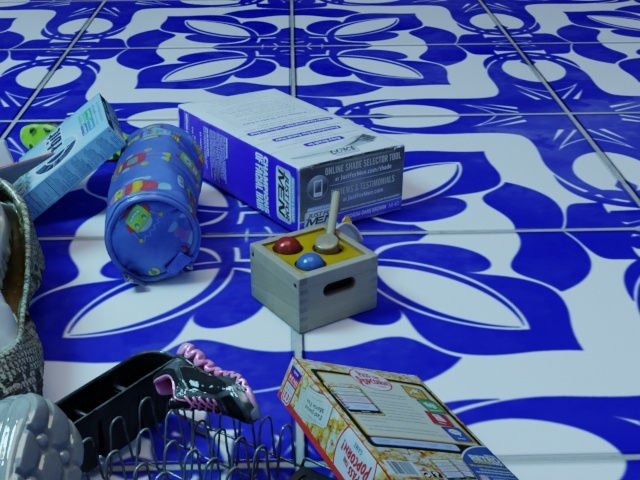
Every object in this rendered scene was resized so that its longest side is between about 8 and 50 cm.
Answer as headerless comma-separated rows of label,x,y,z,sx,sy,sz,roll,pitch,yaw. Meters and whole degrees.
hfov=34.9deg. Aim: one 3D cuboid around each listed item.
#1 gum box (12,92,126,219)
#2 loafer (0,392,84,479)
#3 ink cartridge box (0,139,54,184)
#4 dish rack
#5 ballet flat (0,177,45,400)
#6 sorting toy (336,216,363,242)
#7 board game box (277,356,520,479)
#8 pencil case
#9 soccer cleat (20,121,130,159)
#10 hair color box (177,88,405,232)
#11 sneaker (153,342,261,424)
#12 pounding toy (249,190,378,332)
gum box,-0.370,-0.119,1.466,0.184,0.041,0.157,-39,30,2
loafer,-0.251,0.250,0.701,0.112,0.112,0.319,-19,36,20
ink cartridge box,-0.523,-0.063,1.294,0.296,0.066,0.261,-23,1,-39
dish rack,-0.115,0.200,0.866,0.272,0.074,0.208,16,31,31
ballet flat,-0.366,0.058,1.042,0.164,0.182,0.483,-4,26,-10
sorting toy,0.000,0.000,1.337,0.075,0.044,0.083,-6,18,37
board game box,0.067,0.175,0.891,0.147,0.045,0.193,13,17,-30
pencil case,-0.213,-0.055,1.351,0.119,0.133,0.306,-35,24,10
soccer cleat,-0.395,-0.161,1.657,0.179,0.060,0.072,7,16,0
hair color box,-0.052,-0.127,1.516,0.185,0.110,0.339,-15,27,-32
sneaker,-0.101,0.135,0.885,0.057,0.047,0.119,-35,39,-30
pounding toy,-0.001,0.021,1.209,0.141,0.100,0.130,-16,30,-30
